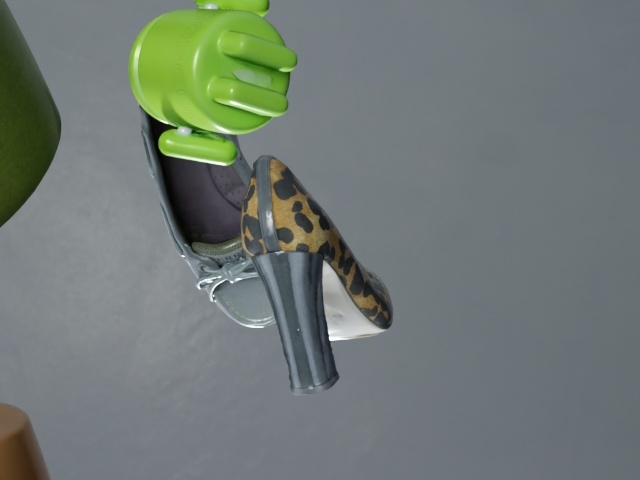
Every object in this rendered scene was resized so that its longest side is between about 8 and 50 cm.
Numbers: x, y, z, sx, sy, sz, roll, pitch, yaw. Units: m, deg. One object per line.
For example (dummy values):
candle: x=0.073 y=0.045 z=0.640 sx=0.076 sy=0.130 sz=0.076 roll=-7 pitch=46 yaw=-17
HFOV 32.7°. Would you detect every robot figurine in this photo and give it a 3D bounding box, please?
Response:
robot figurine: x=-0.063 y=-0.094 z=0.606 sx=0.067 sy=0.101 sz=0.115 roll=8 pitch=-177 yaw=-40

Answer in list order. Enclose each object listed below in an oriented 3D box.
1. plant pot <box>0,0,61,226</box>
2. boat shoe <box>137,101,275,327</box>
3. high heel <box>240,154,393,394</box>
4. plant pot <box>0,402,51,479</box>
plant pot: x=-0.305 y=-0.127 z=0.662 sx=0.275 sy=0.275 sz=0.293 roll=11 pitch=154 yaw=43
boat shoe: x=-0.107 y=-0.036 z=1.093 sx=0.118 sy=0.320 sz=0.103 roll=-10 pitch=-151 yaw=9
high heel: x=0.000 y=0.000 z=0.936 sx=0.093 sy=0.186 sz=0.261 roll=-9 pitch=-168 yaw=13
plant pot: x=-0.360 y=0.269 z=0.993 sx=0.291 sy=0.203 sz=0.291 roll=-3 pitch=-172 yaw=0
